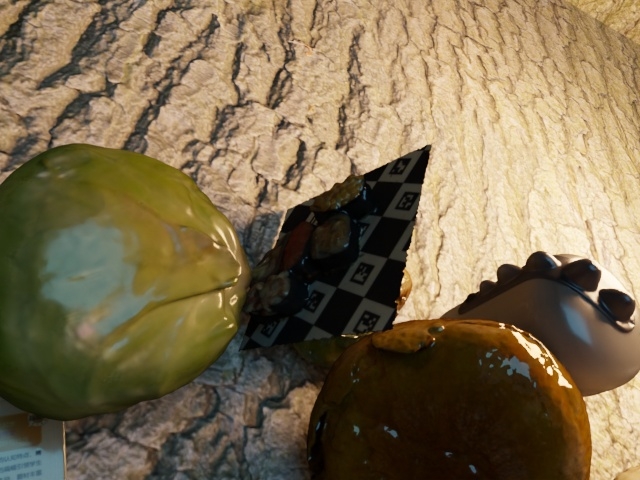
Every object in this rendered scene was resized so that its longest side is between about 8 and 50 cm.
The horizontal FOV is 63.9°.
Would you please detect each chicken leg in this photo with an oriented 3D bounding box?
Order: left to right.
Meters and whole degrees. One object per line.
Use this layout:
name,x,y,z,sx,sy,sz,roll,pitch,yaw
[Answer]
chicken leg,0.087,0.037,0.767,0.107,0.087,0.251,28,29,1

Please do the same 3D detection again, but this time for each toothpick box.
toothpick box,0.331,0.139,0.791,0.229,0.316,0.228,13,56,-21

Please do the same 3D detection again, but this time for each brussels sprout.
brussels sprout,-0.250,0.039,0.591,0.328,0.247,0.327,16,64,-36

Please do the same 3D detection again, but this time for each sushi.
sushi,0.000,0.000,0.711,0.059,0.292,0.294,42,48,-31

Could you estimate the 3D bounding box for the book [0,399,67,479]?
book,-0.361,0.312,0.503,0.208,0.020,0.295,-1,63,-29

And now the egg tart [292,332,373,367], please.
egg tart,0.026,0.108,0.796,0.197,0.078,0.197,13,56,-20

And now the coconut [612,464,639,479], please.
coconut,0.432,0.374,0.504,0.329,0.329,0.328,13,57,-21

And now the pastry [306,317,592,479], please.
pastry,0.158,0.255,0.648,0.356,0.164,0.355,-1,84,10
